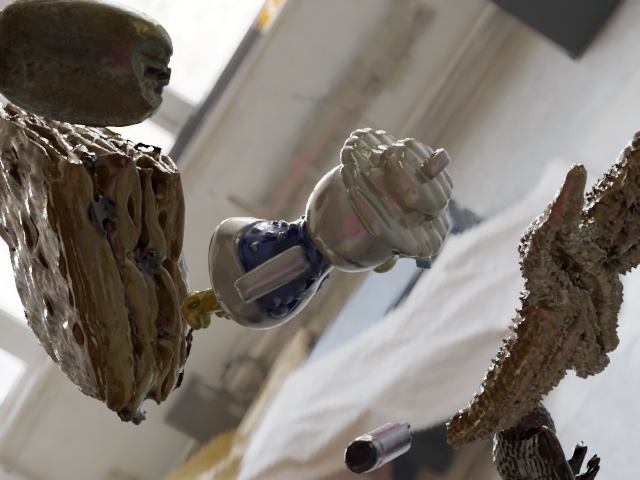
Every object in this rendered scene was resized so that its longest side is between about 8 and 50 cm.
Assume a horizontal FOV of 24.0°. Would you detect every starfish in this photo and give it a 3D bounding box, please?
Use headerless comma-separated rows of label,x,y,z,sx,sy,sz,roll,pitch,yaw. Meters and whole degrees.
starfish,0.128,0.004,0.697,0.227,0.043,0.240,-55,-20,-3

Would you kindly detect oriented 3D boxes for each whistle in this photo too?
whistle,0.054,0.183,1.340,0.033,0.033,0.176,-58,-13,7

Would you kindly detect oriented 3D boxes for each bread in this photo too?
bread,-0.232,0.008,1.612,0.167,0.325,0.277,-22,30,-22

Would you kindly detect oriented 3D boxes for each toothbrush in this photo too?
toothbrush,0.051,0.017,1.378,0.131,0.013,0.011,2,15,44

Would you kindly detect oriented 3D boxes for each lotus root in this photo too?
lotus root,-0.222,-0.157,1.297,0.088,0.192,0.113,-70,-11,-74

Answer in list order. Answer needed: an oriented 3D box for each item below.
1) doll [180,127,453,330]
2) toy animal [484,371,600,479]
doll,0.000,0.000,1.249,0.293,0.119,0.138,-33,-2,36
toy animal,0.229,0.240,1.708,0.116,0.179,0.218,-46,13,8
